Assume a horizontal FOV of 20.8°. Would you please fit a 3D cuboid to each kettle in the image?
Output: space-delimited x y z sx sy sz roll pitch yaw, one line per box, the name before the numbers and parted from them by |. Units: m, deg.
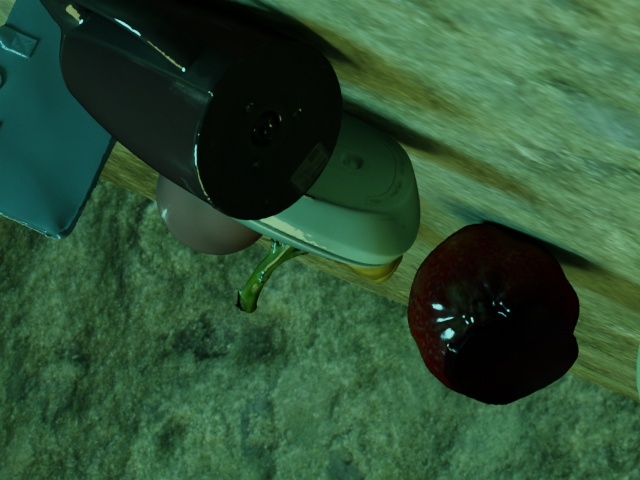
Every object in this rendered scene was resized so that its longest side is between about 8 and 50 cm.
kettle | -0.124 -0.131 1.375 0.232 0.144 0.202 28 171 41

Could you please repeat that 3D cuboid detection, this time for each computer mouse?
computer mouse | -0.045 -0.063 1.571 0.288 0.159 0.097 20 132 -5

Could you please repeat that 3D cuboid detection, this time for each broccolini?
broccolini | -0.006 0.004 1.982 0.123 0.062 0.271 6 145 -37

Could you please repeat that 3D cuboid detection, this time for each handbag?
handbag | -0.250 -0.123 1.598 0.144 0.221 0.057 23 177 2

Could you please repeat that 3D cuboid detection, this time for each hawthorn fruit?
hawthorn fruit | 0.186 0.074 1.905 0.189 0.190 0.251 25 -171 -3

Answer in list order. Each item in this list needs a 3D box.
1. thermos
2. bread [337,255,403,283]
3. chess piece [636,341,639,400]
thermos | -0.110 -0.084 1.942 0.176 0.146 0.265 50 167 2
bread | 0.042 -0.009 2.208 0.134 0.085 0.173 28 177 6
chess piece | 0.395 0.130 1.242 0.234 0.234 0.442 26 180 -18
